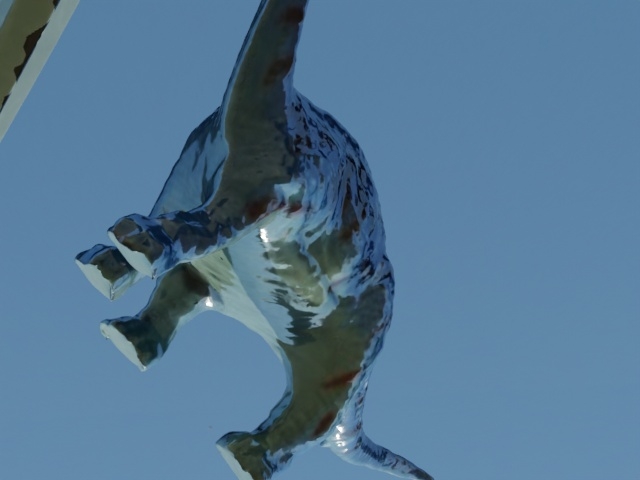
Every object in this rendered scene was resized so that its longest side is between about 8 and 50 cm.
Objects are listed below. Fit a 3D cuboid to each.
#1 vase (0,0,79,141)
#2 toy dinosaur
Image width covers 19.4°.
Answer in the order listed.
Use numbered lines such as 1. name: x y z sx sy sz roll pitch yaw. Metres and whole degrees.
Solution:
1. vase: -0.194 -0.119 0.951 0.165 0.165 0.360 18 -99 -1
2. toy dinosaur: -0.023 0.006 0.673 0.144 0.329 0.076 -34 -138 -31
